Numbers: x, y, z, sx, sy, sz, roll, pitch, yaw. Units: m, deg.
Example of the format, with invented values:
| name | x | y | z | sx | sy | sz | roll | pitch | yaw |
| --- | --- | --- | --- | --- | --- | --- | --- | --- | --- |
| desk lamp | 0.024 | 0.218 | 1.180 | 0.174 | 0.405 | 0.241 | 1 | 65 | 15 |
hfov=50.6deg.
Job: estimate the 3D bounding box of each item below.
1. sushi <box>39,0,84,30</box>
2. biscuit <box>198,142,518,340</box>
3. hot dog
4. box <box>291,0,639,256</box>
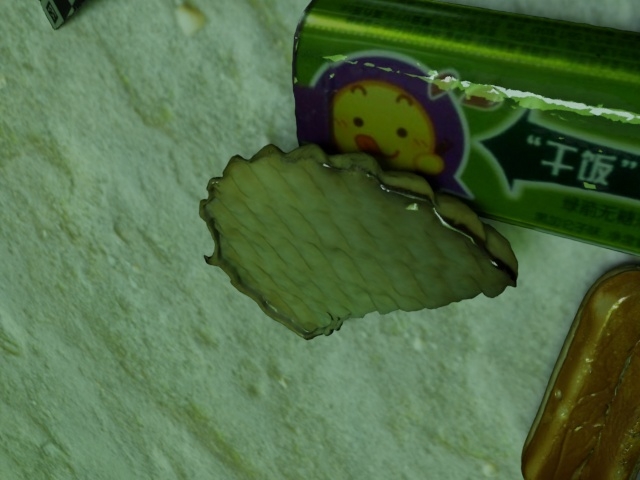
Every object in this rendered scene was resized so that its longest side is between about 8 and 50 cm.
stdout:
| name | x | y | z | sx | sy | sz | roll | pitch | yaw |
| --- | --- | --- | --- | --- | --- | --- | --- | --- | --- |
| sushi | -0.252 | -0.272 | 0.529 | 0.139 | 0.031 | 0.201 | 0 | 117 | 55 |
| biscuit | 0.000 | 0.000 | 0.510 | 0.187 | 0.036 | 0.273 | 41 | 147 | -22 |
| hot dog | 0.217 | 0.124 | 0.518 | 0.092 | 0.062 | 0.235 | 21 | 120 | 15 |
| box | 0.157 | -0.069 | 0.426 | 0.346 | 0.097 | 0.134 | 16 | 136 | 19 |
